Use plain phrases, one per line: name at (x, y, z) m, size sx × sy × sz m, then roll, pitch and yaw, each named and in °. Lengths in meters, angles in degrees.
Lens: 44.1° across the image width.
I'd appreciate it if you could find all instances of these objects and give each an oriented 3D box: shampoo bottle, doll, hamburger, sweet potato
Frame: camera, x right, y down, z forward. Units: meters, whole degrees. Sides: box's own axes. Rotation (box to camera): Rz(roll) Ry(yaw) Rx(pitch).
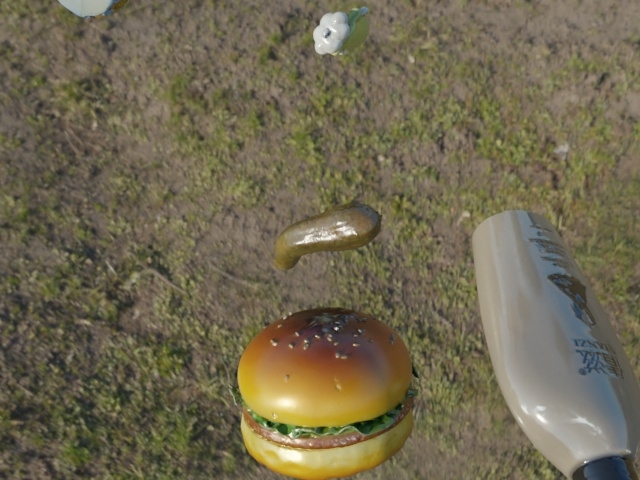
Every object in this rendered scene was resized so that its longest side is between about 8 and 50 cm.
shampoo bottle at (0.188, 0.088, 0.631) m, size 0.127 × 0.078 × 0.257 m, roll 15°, pitch 44°, yaw -25°
doll at (0.043, -0.397, 1.501) m, size 0.062 × 0.106 × 0.162 m, roll 38°, pitch 29°, yaw 10°
hamburger at (0.004, 0.171, 0.995) m, size 0.246 × 0.170 × 0.246 m, roll -3°, pitch 22°, yaw 1°
sweet potato at (-0.005, -0.003, 1.254) m, size 0.233 × 0.081 × 0.062 m, roll -21°, pitch 41°, yaw 36°

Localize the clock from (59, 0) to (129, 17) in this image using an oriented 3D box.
clock at (-0.228, -0.326, 0.822) m, size 0.103 × 0.231 × 0.144 m, roll 16°, pitch 53°, yaw -7°
